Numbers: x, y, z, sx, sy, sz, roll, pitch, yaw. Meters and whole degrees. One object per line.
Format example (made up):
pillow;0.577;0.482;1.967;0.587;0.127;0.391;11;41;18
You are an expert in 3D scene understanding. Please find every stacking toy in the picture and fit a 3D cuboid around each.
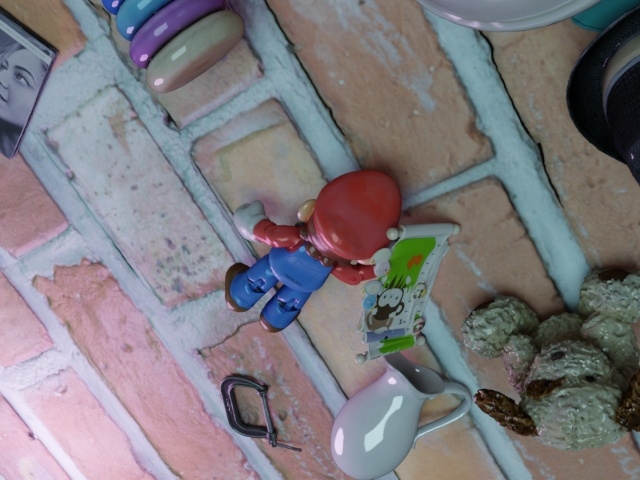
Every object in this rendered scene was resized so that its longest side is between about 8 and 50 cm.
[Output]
stacking toy;-0.240;-0.346;0.837;0.141;0.141;0.330;-33;99;30

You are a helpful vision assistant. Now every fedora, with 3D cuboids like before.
fedora;0.419;-0.102;0.712;0.334;0.152;0.334;11;151;7

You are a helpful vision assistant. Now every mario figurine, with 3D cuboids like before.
mario figurine;0.000;0.000;1.017;0.320;0.198;0.170;-41;58;38

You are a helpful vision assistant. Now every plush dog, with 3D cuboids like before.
plush dog;0.326;0.182;0.917;0.263;0.225;0.210;-17;110;25

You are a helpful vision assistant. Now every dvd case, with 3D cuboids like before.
dvd case;-0.514;-0.255;1.093;0.165;0.018;0.221;37;122;-3

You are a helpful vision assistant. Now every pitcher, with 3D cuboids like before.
pitcher;0.125;0.287;1.114;0.178;0.125;0.207;25;112;-13

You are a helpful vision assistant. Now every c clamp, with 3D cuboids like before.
c clamp;-0.111;0.306;1.254;0.137;0.022;0.160;-2;117;25

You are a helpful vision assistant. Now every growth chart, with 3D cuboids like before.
growth chart;0.116;0.073;0.983;0.021;0.172;0.237;38;127;37

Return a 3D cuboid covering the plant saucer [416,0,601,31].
plant saucer;0.152;-0.394;0.650;0.401;0.101;0.400;24;126;38

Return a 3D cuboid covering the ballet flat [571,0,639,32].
ballet flat;0.455;-0.274;0.703;0.409;0.147;0.146;7;118;12
